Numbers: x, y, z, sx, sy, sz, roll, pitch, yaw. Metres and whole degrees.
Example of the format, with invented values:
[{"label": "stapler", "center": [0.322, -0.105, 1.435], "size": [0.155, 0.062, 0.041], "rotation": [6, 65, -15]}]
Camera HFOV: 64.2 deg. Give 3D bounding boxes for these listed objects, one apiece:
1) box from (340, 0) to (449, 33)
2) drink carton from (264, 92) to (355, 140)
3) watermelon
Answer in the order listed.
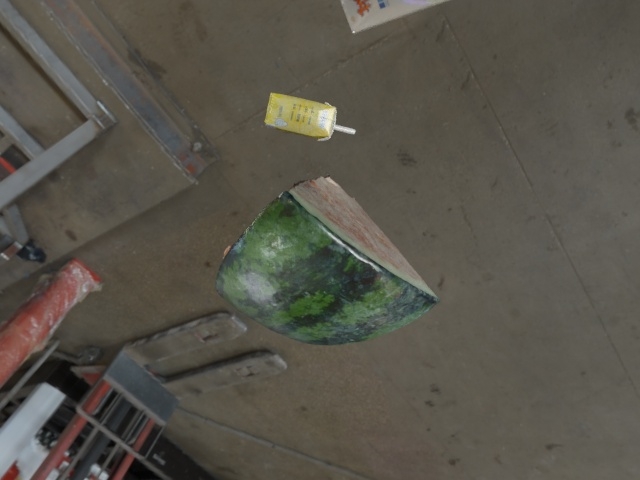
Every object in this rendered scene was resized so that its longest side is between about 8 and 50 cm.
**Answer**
[{"label": "box", "center": [0.056, -0.317, 0.437], "size": [0.150, 0.067, 0.233], "rotation": [-3, 125, 40]}, {"label": "drink carton", "center": [-0.018, -0.263, 1.117], "size": [0.200, 0.074, 0.084], "rotation": [12, 91, -3]}, {"label": "watermelon", "center": [0.011, 0.040, 0.771], "size": [0.283, 0.293, 0.250], "rotation": [-31, 94, 41]}]
